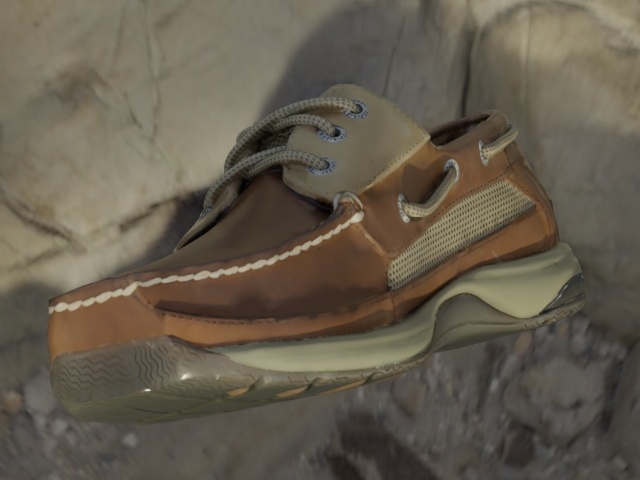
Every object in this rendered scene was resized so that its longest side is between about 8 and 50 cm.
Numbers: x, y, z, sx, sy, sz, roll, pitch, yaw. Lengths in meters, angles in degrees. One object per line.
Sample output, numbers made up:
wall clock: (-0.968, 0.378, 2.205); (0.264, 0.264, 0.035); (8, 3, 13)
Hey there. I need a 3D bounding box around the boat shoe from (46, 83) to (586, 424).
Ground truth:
boat shoe: (0.000, 0.000, 0.769); (0.123, 0.324, 0.120); (-14, 88, 31)
